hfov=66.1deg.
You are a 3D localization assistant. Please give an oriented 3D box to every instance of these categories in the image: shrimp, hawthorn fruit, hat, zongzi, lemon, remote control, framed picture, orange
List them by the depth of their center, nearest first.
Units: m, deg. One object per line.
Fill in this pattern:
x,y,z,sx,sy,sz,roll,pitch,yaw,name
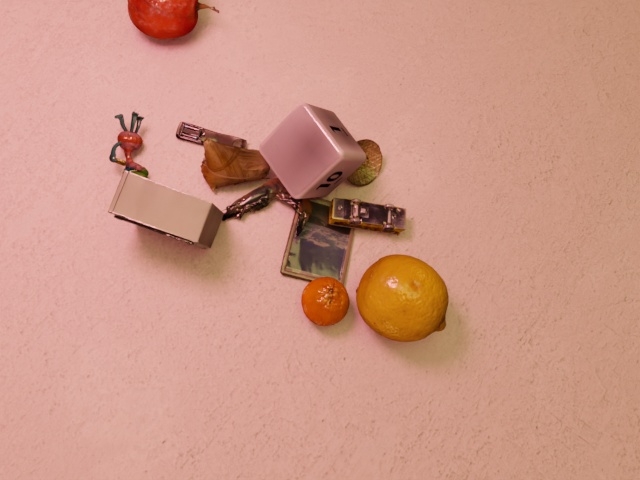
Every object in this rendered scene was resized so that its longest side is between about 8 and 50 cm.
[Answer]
0.224,0.155,1.311,0.253,0.228,0.229,17,70,0,lemon
0.013,0.164,1.331,0.135,0.117,0.136,0,72,0,orange
-0.238,-0.233,1.378,0.194,0.197,0.099,-14,65,-17,zongzi
-0.147,-0.075,1.403,0.261,0.051,0.198,-26,65,-15,shrimp
0.000,0.000,1.435,0.188,0.023,0.260,16,70,-7,framed picture
-0.326,-0.305,1.474,0.212,0.028,0.059,15,69,-4,remote control
-0.444,-0.730,1.493,0.271,0.242,0.242,15,70,-14,hawthorn fruit
0.114,-0.245,1.515,0.146,0.067,0.146,-11,114,-27,hat

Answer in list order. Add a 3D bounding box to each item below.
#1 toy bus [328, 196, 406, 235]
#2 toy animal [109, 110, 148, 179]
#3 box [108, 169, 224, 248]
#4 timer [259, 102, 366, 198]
0.138,-0.069,1.437,0.226,0.074,0.081,7,70,-14,toy bus
-0.542,-0.259,1.386,0.103,0.100,0.209,3,82,-49,toy animal
-0.388,-0.067,1.273,0.224,0.225,0.118,20,85,-2,box
-0.018,-0.246,1.382,0.192,0.195,0.194,-40,80,24,timer
